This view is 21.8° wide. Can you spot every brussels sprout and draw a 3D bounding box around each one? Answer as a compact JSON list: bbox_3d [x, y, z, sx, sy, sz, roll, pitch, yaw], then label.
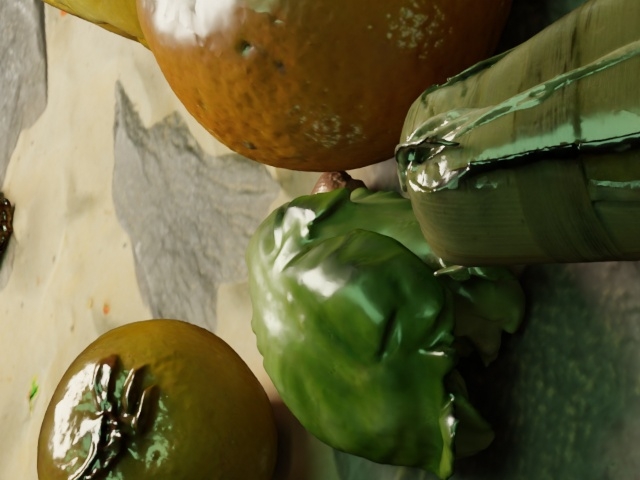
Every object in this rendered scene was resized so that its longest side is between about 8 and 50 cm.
[{"bbox_3d":[0.022,0.045,0.850,0.181,0.100,0.139,29,117,29],"label":"brussels sprout"}]

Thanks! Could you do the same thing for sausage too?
[{"bbox_3d":[0.000,0.000,0.941,0.034,0.034,0.083,31,99,50],"label":"sausage"}]

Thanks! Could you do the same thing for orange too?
[{"bbox_3d":[-0.001,-0.147,0.890,0.224,0.170,0.224,-20,63,46],"label":"orange"}]

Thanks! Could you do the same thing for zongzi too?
[{"bbox_3d":[0.132,-0.083,0.754,0.194,0.099,0.197,-6,62,23],"label":"zongzi"}]

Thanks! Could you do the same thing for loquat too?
[{"bbox_3d":[-0.091,0.115,0.927,0.141,0.141,0.141,-21,61,44],"label":"loquat"}]

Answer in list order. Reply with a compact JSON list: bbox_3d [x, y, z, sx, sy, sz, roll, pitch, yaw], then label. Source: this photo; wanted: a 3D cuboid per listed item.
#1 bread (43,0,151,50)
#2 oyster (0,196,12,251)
[{"bbox_3d":[-0.138,-0.229,1.103,0.294,0.132,0.167,37,114,49],"label":"bread"},{"bbox_3d":[-0.271,0.021,1.255,0.086,0.029,0.132,-14,64,46],"label":"oyster"}]
